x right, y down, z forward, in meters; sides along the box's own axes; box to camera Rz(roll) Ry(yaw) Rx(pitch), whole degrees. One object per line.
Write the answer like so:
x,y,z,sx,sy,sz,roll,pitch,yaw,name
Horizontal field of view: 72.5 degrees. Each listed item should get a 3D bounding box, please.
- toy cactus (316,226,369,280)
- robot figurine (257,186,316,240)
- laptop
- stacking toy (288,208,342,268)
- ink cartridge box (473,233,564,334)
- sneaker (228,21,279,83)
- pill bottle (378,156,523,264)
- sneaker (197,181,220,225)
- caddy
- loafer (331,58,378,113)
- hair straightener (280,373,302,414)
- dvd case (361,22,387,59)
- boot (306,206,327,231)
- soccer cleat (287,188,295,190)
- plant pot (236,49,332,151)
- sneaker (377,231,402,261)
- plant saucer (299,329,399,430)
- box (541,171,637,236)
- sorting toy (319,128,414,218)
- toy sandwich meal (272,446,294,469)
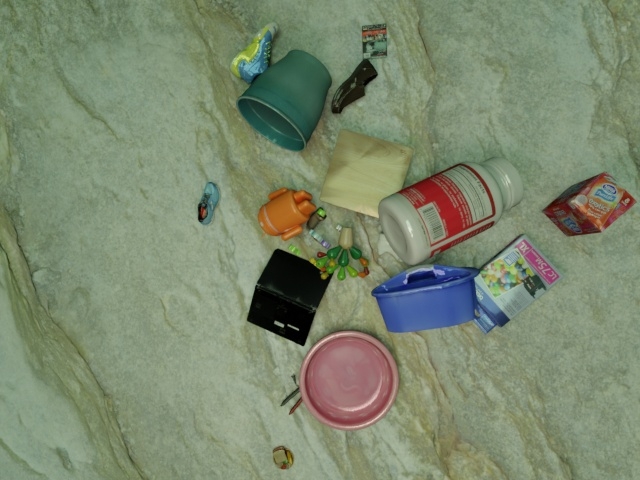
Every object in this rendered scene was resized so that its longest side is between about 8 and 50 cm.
0.080,0.045,1.474,0.219,0.112,0.180,4,96,-24,toy cactus
-0.125,-0.093,1.515,0.220,0.128,0.158,-27,107,20,robot figurine
-0.111,0.204,1.572,0.235,0.136,0.264,22,118,10,laptop
0.000,0.000,1.458,0.052,0.221,0.167,36,89,31,stacking toy
0.607,0.148,1.436,0.311,0.065,0.185,-41,82,8,ink cartridge box
-0.213,-0.669,1.587,0.240,0.091,0.126,-44,101,5,sneaker
0.406,-0.105,1.360,0.408,0.229,0.228,-25,85,-10,pill bottle
-0.413,-0.135,1.599,0.064,0.073,0.161,9,90,10,sneaker
0.332,0.163,1.375,0.342,0.241,0.179,-14,91,24,caddy
0.120,-0.526,1.520,0.078,0.080,0.220,38,94,9,loafer
-0.065,0.500,1.539,0.089,0.047,0.230,41,95,8,hair straightener
0.192,-0.705,1.548,0.087,0.013,0.119,-2,87,9,dvd case
-0.019,-0.065,1.514,0.042,0.118,0.087,33,108,-11,boot
-0.089,-0.164,1.571,0.083,0.029,0.035,13,95,14,soccer cleat
-0.102,-0.486,1.475,0.272,0.271,0.255,29,79,9,plant pot
0.300,0.034,1.488,0.212,0.080,0.094,12,103,15,sneaker
0.094,0.464,1.478,0.333,0.084,0.331,0,90,-1,plant saucer
0.793,-0.100,1.311,0.128,0.257,0.122,-43,81,6,box
0.158,-0.219,1.501,0.257,0.089,0.255,17,91,9,sorting toy
-0.134,0.776,1.552,0.086,0.029,0.085,0,88,9,toy sandwich meal
